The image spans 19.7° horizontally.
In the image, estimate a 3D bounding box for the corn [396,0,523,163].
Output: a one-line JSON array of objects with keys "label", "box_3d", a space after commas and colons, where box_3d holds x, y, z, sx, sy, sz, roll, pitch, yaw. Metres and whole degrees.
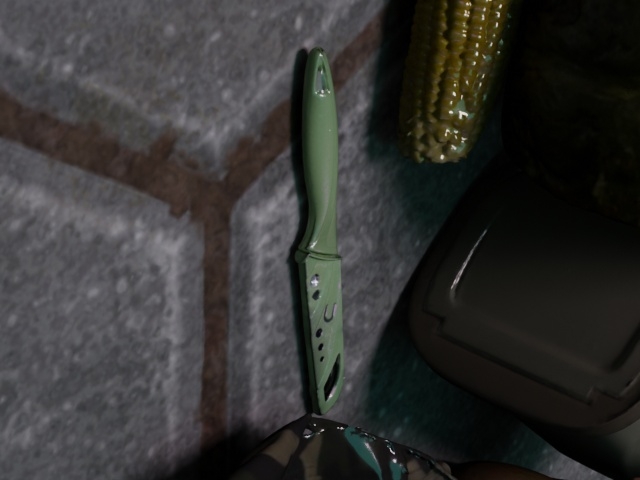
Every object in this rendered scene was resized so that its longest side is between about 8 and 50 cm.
[{"label": "corn", "box_3d": [0.110, -0.194, 1.312, 0.086, 0.086, 0.288, -6, 112, -47]}]

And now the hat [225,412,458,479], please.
[{"label": "hat", "box_3d": [-0.046, 0.328, 1.349, 0.382, 0.257, 0.366, -33, 110, 12]}]

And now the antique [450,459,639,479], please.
[{"label": "antique", "box_3d": [0.198, 0.239, 1.475, 0.143, 0.257, 0.121, 40, 66, -47]}]

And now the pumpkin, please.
[{"label": "pumpkin", "box_3d": [0.292, -0.122, 1.333, 0.303, 0.256, 0.225, 1, 112, -15]}]

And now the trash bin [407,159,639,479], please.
[{"label": "trash bin", "box_3d": [0.229, 0.077, 1.477, 0.219, 0.220, 0.250, -57, 146, -9]}]

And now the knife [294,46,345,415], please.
[{"label": "knife", "box_3d": [-0.002, -0.001, 1.323, 0.043, 0.020, 0.293, -29, 128, -40]}]
